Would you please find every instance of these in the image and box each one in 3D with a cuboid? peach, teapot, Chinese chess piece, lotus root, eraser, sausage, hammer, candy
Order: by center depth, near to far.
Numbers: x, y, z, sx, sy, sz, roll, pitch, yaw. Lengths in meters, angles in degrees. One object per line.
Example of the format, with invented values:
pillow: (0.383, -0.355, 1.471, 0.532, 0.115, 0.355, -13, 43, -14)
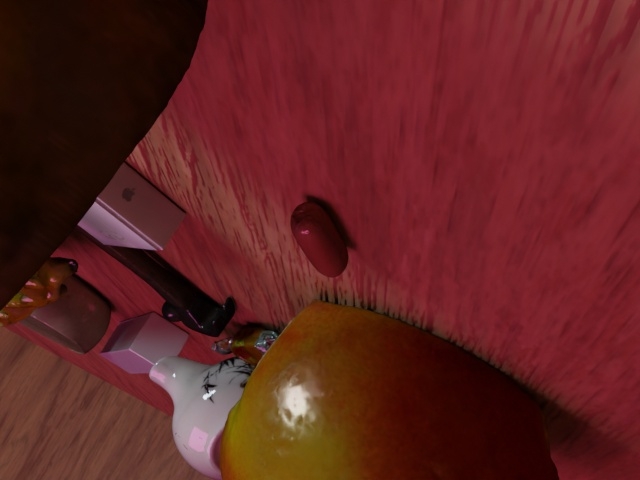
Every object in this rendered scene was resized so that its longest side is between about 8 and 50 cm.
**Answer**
lotus root: (-0.224, -0.035, 0.440, 0.111, 0.375, 0.390, 46, 166, -28)
sausage: (0.000, 0.000, 0.679, 0.034, 0.034, 0.083, 18, 158, 28)
peach: (0.072, 0.260, 0.840, 0.380, 0.306, 0.242, 32, 167, 6)
hammer: (-0.269, -0.009, 1.006, 0.168, 0.044, 0.440, 8, 151, 47)
candy: (-0.085, 0.137, 1.108, 0.053, 0.046, 0.182, 42, 152, -23)
teapot: (-0.099, 0.261, 1.232, 0.300, 0.208, 0.166, 21, -170, -40)
eraser: (-0.325, 0.190, 1.509, 0.078, 0.076, 0.298, 36, 159, -15)
Chinese chess piece: (-0.503, 0.109, 1.518, 0.250, 0.101, 0.250, 26, 160, 10)

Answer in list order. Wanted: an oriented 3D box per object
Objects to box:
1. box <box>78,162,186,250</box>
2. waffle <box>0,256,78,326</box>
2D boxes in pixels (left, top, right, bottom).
box: (-0.227, -0.046, 0.852, 0.130, 0.051, 0.129, 5, 149, 51)
waffle: (-0.520, -0.031, 1.153, 0.379, 0.095, 0.382, 45, 146, -10)
